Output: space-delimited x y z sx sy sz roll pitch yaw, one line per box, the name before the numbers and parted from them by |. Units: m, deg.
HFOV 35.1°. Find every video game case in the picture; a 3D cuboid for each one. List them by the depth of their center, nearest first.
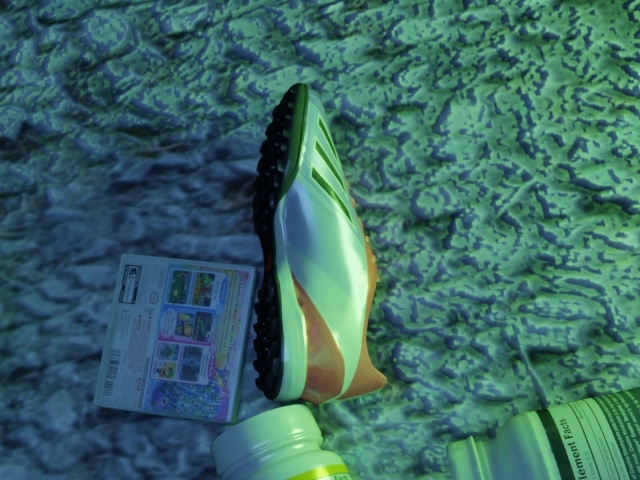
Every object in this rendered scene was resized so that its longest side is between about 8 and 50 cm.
video game case | -0.143 0.096 1.007 0.143 0.019 0.157 6 76 10

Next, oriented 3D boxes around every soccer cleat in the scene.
soccer cleat | 0.000 0.000 0.977 0.117 0.108 0.318 6 68 -17

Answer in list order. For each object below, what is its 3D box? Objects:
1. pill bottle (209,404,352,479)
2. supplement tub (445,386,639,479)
pill bottle | -0.015 0.259 0.888 0.119 0.119 0.208 -26 68 2
supplement tub | 0.254 0.218 0.820 0.272 0.191 0.191 -14 74 5
